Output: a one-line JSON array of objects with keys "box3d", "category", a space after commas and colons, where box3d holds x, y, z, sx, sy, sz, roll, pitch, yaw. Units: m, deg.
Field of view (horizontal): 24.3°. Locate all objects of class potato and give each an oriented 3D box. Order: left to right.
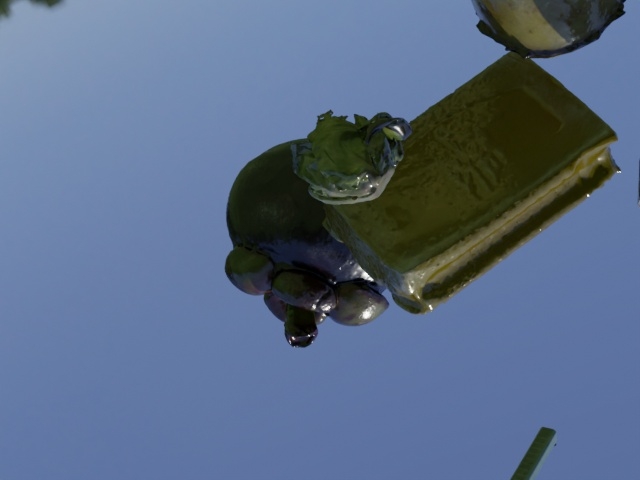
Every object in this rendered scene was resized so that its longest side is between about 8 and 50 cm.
[{"box3d": [0.239, -0.366, 1.629, 0.242, 0.242, 0.285, -9, -127, 46], "category": "potato"}]

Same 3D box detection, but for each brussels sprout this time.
[{"box3d": [0.028, -0.057, 1.033, 0.085, 0.085, 0.058, -35, -131, -29], "category": "brussels sprout"}]

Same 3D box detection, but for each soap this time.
[{"box3d": [0.170, -0.072, 1.734, 0.315, 0.091, 0.199, -33, -126, -12], "category": "soap"}]

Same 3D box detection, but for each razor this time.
[{"box3d": [0.300, 0.383, 2.267, 0.111, 0.056, 0.278, 9, -137, 28], "category": "razor"}]

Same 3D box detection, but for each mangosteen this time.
[{"box3d": [0.003, -0.004, 2.020, 0.233, 0.287, 0.287, -41, -176, 38], "category": "mangosteen"}]

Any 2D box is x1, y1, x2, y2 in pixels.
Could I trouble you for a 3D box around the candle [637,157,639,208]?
[{"box3d": [0.442, -0.047, 1.645, 0.192, 0.068, 0.168, 8, 163, 2], "category": "candle"}]
